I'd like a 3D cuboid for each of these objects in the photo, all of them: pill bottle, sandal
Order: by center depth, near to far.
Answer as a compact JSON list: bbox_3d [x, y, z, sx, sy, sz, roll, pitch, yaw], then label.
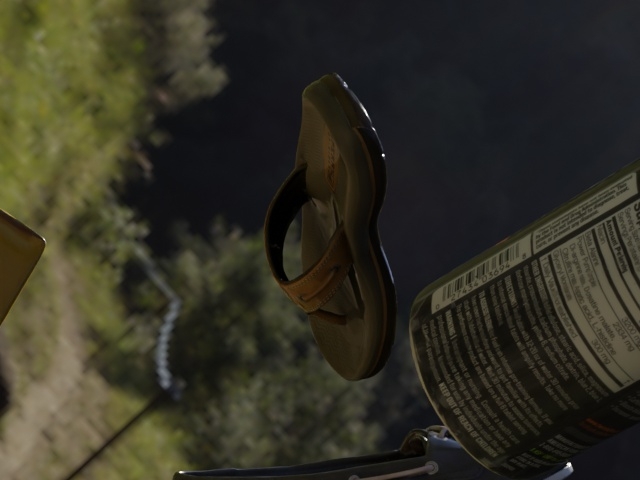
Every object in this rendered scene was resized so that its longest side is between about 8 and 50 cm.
[{"bbox_3d":[0.180,0.028,1.044,0.130,0.245,0.130,39,34,-32],"label":"pill bottle"},{"bbox_3d":[0.000,0.000,1.082,0.090,0.060,0.219,53,-23,34],"label":"sandal"}]

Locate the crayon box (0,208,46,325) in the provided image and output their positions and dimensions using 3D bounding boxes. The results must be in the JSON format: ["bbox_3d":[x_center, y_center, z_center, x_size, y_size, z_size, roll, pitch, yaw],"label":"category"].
[{"bbox_3d":[-0.260,0.078,0.975,0.081,0.318,0.202,36,-21,-23],"label":"crayon box"}]

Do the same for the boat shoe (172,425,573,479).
[{"bbox_3d":[0.042,0.194,1.512,0.112,0.335,0.095,157,-81,-77],"label":"boat shoe"}]
